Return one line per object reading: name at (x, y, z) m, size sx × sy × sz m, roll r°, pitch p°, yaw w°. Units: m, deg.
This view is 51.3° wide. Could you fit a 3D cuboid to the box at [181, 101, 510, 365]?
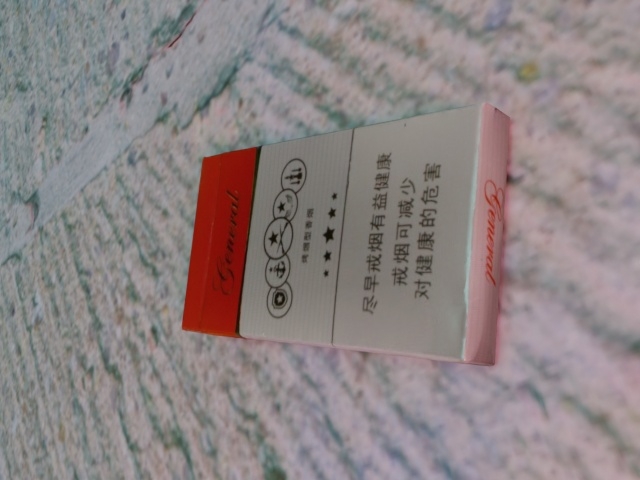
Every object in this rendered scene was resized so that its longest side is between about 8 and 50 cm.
box at (0.000, 0.000, 0.422) m, size 0.245 × 0.035 × 0.138 m, roll -4°, pitch 77°, yaw 45°
